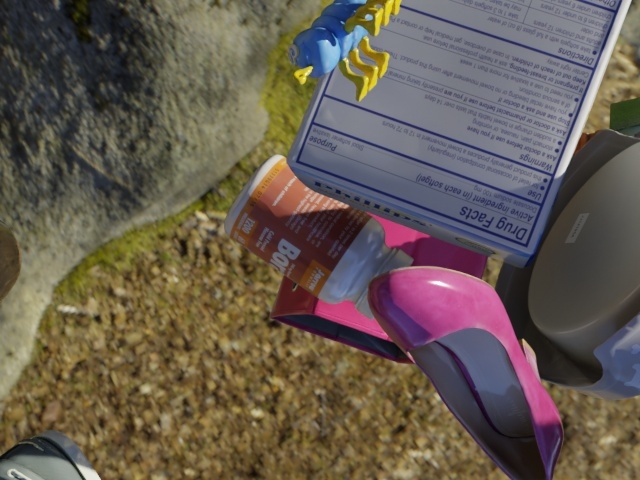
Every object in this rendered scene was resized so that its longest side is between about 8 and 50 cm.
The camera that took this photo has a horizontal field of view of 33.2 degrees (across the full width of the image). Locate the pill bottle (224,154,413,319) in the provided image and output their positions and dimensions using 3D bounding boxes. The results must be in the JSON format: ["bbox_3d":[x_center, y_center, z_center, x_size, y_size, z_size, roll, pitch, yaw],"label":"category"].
[{"bbox_3d":[0.000,0.000,1.309,0.216,0.121,0.121,34,102,6],"label":"pill bottle"}]

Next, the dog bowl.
[{"bbox_3d":[0.328,0.011,1.127,0.102,0.349,0.349,34,100,-14],"label":"dog bowl"}]

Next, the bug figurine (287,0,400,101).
[{"bbox_3d":[0.050,-0.242,0.749,0.216,0.072,0.279,-49,161,-36],"label":"bug figurine"}]

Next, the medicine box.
[{"bbox_3d":[0.145,-0.152,1.118,0.149,0.263,0.289,31,80,-78],"label":"medicine box"}]

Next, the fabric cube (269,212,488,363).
[{"bbox_3d":[0.097,0.041,1.732,0.259,0.254,0.258,20,80,-15],"label":"fabric cube"}]

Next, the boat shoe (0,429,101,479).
[{"bbox_3d":[-0.230,0.335,1.072,0.099,0.319,0.116,-15,149,-54],"label":"boat shoe"}]

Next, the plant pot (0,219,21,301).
[{"bbox_3d":[-0.444,0.032,1.201,0.215,0.215,0.230,-58,170,13],"label":"plant pot"}]

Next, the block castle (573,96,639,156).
[{"bbox_3d":[0.499,-0.109,1.681,0.213,0.453,0.303,34,56,-46],"label":"block castle"}]

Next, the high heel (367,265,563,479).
[{"bbox_3d":[0.110,0.107,0.786,0.082,0.117,0.244,-19,145,21],"label":"high heel"}]
